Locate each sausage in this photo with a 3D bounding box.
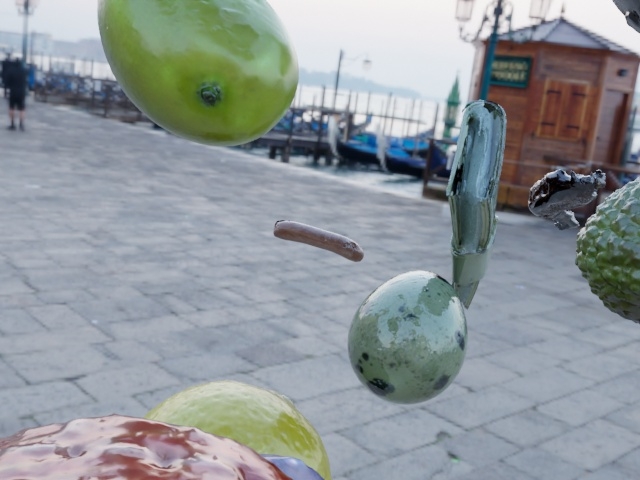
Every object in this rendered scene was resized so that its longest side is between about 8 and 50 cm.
[{"bbox_3d":[0.000,0.000,1.456,0.187,0.043,0.043,17,9,-14],"label":"sausage"}]

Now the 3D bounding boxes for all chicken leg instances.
[{"bbox_3d":[0.398,-0.064,1.252,0.106,0.051,0.253,3,-13,11],"label":"chicken leg"}]

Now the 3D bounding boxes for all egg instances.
[{"bbox_3d":[0.137,0.139,1.143,0.177,0.177,0.228,12,44,23],"label":"egg"}]

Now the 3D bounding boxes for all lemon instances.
[{"bbox_3d":[-0.146,0.358,1.047,0.336,0.335,0.336,6,11,-1],"label":"lemon"}]

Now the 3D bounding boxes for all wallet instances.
[{"bbox_3d":[0.244,-0.042,1.215,0.077,0.309,0.223,5,53,11],"label":"wallet"}]

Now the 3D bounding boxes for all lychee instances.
[{"bbox_3d":[0.233,0.008,0.470,0.147,0.114,0.114,-4,13,-6],"label":"lychee"}]

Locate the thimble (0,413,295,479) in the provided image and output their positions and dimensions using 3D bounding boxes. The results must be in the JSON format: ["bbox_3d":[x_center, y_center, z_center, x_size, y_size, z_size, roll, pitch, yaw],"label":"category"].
[{"bbox_3d":[-0.103,0.258,0.329,0.351,0.349,0.230,7,10,2],"label":"thimble"}]

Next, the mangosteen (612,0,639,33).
[{"bbox_3d":[0.613,-0.456,1.070,0.381,0.421,0.380,21,42,-20],"label":"mangosteen"}]

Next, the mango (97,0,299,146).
[{"bbox_3d":[-0.134,-0.209,0.770,0.186,0.149,0.273,-16,63,-39],"label":"mango"}]

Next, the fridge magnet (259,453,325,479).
[{"bbox_3d":[-0.042,0.311,0.617,0.113,0.265,0.265,-19,-4,32],"label":"fridge magnet"}]
